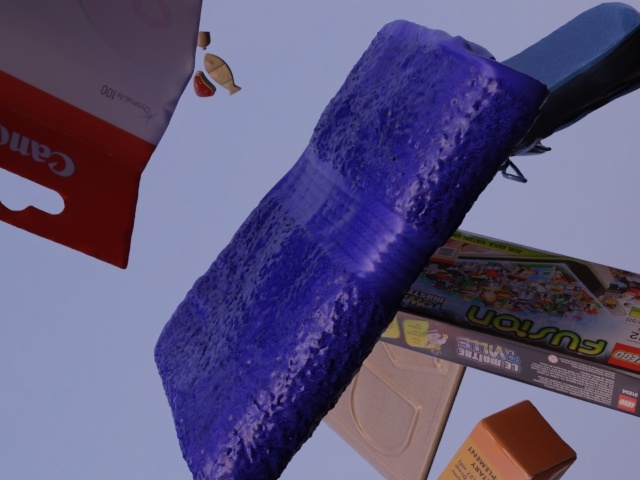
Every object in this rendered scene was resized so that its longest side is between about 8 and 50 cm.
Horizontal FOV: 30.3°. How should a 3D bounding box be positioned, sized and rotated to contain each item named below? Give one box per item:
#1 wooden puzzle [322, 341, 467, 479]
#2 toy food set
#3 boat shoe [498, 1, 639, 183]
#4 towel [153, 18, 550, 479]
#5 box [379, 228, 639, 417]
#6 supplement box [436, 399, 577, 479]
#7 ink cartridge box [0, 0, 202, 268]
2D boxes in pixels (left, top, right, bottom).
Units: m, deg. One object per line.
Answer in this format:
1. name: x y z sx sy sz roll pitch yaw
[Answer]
1. wooden puzzle: 0.061 0.119 1.504 0.080 0.322 0.348 -24 -42 -36
2. toy food set: -0.154 -0.222 1.428 0.122 0.078 0.019 58 -151 -30
3. boat shoe: 0.180 -0.103 1.038 0.258 0.109 0.089 -26 -48 17
4. towel: 0.000 0.000 0.751 0.076 0.227 0.308 33 -86 -15
5. box: 0.146 0.051 0.846 0.114 0.207 0.036 -50 -33 -47
6. supplement box: 0.151 0.262 1.155 0.080 0.078 0.233 -16 -37 -40
7. ink cartridge box: -0.175 -0.122 0.788 0.189 0.066 0.232 25 -129 -35
